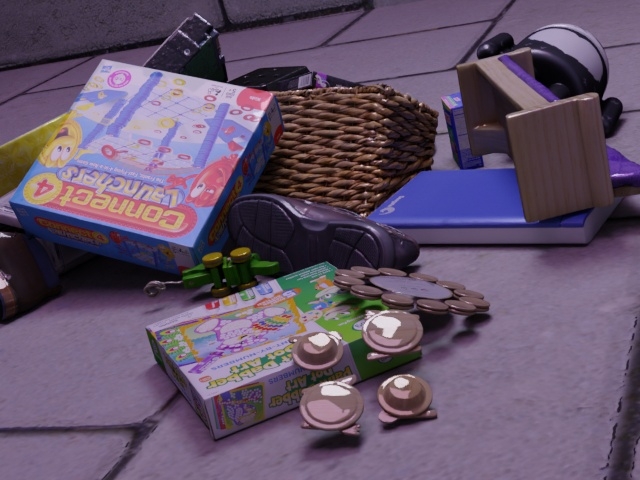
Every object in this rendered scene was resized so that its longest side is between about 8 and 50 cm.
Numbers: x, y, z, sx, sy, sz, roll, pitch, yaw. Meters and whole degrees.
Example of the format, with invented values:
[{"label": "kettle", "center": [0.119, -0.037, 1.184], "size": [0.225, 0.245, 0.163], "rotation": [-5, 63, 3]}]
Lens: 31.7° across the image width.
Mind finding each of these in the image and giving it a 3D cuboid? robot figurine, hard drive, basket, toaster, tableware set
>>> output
[{"label": "robot figurine", "center": [0.377, -0.259, 1.860], "size": [0.174, 0.209, 0.278], "rotation": [-16, 15, 34]}, {"label": "hard drive", "center": [-0.299, -0.219, 1.967], "size": [0.339, 0.064, 0.237], "rotation": [-49, -8, -10]}, {"label": "basket", "center": [0.029, -0.115, 1.816], "size": [0.299, 0.223, 0.213], "rotation": [1, -9, 35]}, {"label": "hard drive", "center": [0.247, -0.051, 1.575], "size": [0.319, 0.040, 0.210], "rotation": [0, 24, 32]}, {"label": "toaster", "center": [-0.427, -0.024, 1.812], "size": [0.227, 0.129, 0.146], "rotation": [13, 36, 38]}, {"label": "tableware set", "center": [0.042, 0.132, 1.146], "size": [0.141, 0.020, 0.168], "rotation": [-6, 41, -3]}]

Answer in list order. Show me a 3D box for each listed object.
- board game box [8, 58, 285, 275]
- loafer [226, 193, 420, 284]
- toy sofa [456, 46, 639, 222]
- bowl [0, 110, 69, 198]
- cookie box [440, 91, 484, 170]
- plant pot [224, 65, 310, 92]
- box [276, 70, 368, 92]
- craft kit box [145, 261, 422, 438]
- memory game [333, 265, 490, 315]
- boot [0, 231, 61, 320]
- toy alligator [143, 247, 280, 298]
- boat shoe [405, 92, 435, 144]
[{"label": "board game box", "center": [-0.254, -0.114, 1.691], "size": [0.308, 0.086, 0.302], "rotation": [13, 57, 18]}, {"label": "loafer", "center": [0.000, 0.000, 1.540], "size": [0.303, 0.109, 0.095], "rotation": [15, 14, 42]}, {"label": "toy sofa", "center": [0.313, -0.162, 1.552], "size": [0.177, 0.150, 0.362], "rotation": [-14, 20, 1]}, {"label": "bowl", "center": [-0.509, -0.126, 2.062], "size": [0.290, 0.156, 0.289], "rotation": [-26, 12, 6]}, {"label": "cookie box", "center": [0.231, -0.179, 1.836], "size": [0.040, 0.107, 0.092], "rotation": [-13, 19, 1]}, {"label": "plant pot", "center": [-0.090, -0.226, 2.087], "size": [0.188, 0.167, 0.187], "rotation": [6, 28, 41]}, {"label": "box", "center": [0.025, -0.238, 1.847], "size": [0.162, 0.029, 0.116], "rotation": [10, -7, -30]}, {"label": "craft kit box", "center": [-0.050, 0.116, 1.294], "size": [0.250, 0.061, 0.247], "rotation": [-20, 24, -18]}, {"label": "memory game", "center": [0.104, 0.058, 1.310], "size": [0.186, 0.012, 0.186], "rotation": [9, 11, -2]}, {"label": "boot", "center": [-0.477, 0.015, 1.681], "size": [0.106, 0.219, 0.082], "rotation": [-18, -21, -39]}, {"label": "toy alligator", "center": [-0.147, 0.044, 1.544], "size": [0.190, 0.056, 0.051], "rotation": [-10, 20, 8]}, {"label": "boat shoe", "center": [0.152, -0.189, 1.988], "size": [0.070, 0.078, 0.219], "rotation": [-44, 14, 21]}]
